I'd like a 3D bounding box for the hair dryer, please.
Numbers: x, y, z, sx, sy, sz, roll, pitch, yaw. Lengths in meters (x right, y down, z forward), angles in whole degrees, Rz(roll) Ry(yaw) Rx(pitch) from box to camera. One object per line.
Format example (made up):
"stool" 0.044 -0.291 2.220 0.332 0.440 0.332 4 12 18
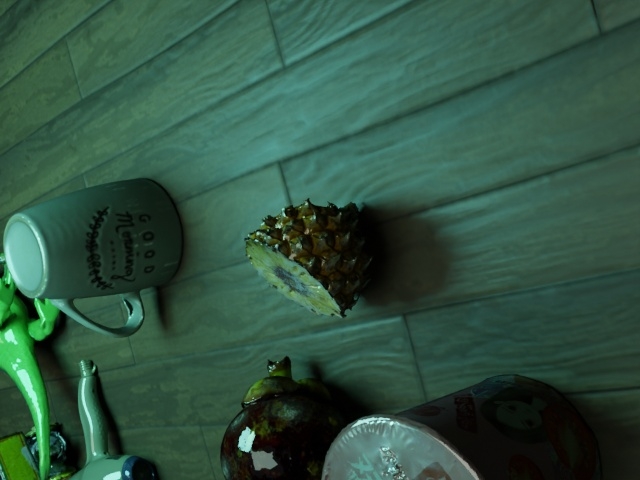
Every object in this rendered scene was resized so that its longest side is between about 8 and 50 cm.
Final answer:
"hair dryer" -0.472 0.430 1.591 0.296 0.119 0.298 -45 60 18

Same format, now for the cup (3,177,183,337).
"cup" -0.366 0.042 1.337 0.186 0.234 0.257 3 103 43

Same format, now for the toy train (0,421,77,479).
"toy train" -0.626 0.480 1.717 0.261 0.177 0.134 -42 71 39

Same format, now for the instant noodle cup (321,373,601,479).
"instant noodle cup" 0.162 0.271 0.892 0.243 0.231 0.242 12 107 42

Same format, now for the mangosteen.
"mangosteen" -0.042 0.264 1.138 0.192 0.192 0.217 -35 44 42

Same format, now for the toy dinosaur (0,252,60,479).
"toy dinosaur" -0.675 0.244 1.711 0.375 0.144 0.499 -16 76 46

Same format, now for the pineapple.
"pineapple" 0.003 0.002 1.060 0.162 0.136 0.176 29 158 24
